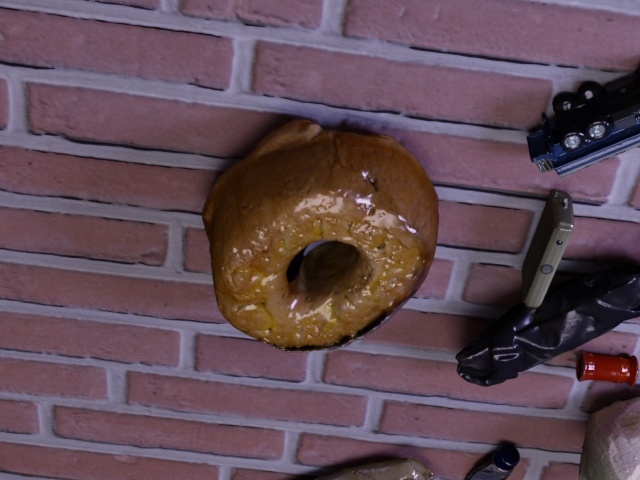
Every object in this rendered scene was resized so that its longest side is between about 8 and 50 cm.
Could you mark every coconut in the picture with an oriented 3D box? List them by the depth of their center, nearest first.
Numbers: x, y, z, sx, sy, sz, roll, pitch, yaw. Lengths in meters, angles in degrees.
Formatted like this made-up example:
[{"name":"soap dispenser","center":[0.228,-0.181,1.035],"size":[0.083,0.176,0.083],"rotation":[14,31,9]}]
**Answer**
[{"name":"coconut","center":[0.468,0.321,1.862],"size":[0.194,0.194,0.194],"rotation":[1,133,1]}]

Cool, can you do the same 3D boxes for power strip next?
[{"name":"power strip","center":[0.294,0.007,1.642],"size":[0.028,0.076,0.169],"rotation":[10,134,-3]}]

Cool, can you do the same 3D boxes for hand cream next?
[{"name":"hand cream","center":[0.269,0.378,2.024],"size":[0.062,0.039,0.163],"rotation":[14,138,-12]}]

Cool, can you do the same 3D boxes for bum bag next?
[{"name":"bum bag","center":[0.320,0.110,1.720],"size":[0.340,0.095,0.144],"rotation":[-28,156,28]}]

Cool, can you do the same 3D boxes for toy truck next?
[{"name":"toy truck","center":[0.344,-0.137,1.505],"size":[0.202,0.074,0.088],"rotation":[-22,133,23]}]

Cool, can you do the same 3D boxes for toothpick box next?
[{"name":"toothpick box","center":[0.411,0.183,1.821],"size":[0.083,0.047,0.047],"rotation":[6,133,-4]}]

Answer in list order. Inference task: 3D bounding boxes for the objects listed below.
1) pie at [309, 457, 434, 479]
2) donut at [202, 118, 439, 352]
[{"name":"pie","center":[0.052,0.417,2.043],"size":[0.282,0.068,0.128],"rotation":[-21,128,22]},{"name":"donut","center":[0.000,0.000,1.601],"size":[0.299,0.150,0.317],"rotation":[-2,133,1]}]
